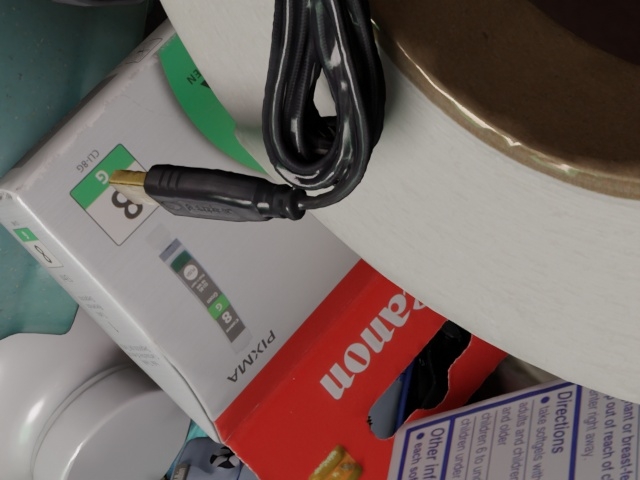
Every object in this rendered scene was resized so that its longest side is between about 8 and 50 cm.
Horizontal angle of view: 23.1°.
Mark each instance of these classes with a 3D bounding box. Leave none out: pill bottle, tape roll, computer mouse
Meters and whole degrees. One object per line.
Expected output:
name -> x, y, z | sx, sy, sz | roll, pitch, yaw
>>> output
pill bottle -> -0.192, 0.044, 0.897 | 0.264, 0.146, 0.146 | 39, 152, 28
tape roll -> 0.095, -0.117, 0.466 | 0.392, 0.072, 0.392 | 23, 135, 25
computer mouse -> -0.088, -0.099, 0.546 | 0.262, 0.060, 0.184 | 6, 123, 25

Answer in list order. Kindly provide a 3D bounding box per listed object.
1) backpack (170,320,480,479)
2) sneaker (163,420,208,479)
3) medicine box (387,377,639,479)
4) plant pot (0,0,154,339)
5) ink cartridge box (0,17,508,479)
backpack -> 0.024, 0.212, 0.811 | 0.213, 0.263, 0.276 | -21, 122, 22
sneaker -> -0.031, 0.186, 1.015 | 0.125, 0.104, 0.262 | 22, 145, 20
medicine box -> 0.163, 0.172, 0.567 | 0.289, 0.263, 0.149 | -19, 123, 27
plant pot -> -0.191, -0.059, 0.729 | 0.196, 0.293, 0.293 | 13, 150, -10
ink cartridge box -> 0.000, 0.000, 0.668 | 0.224, 0.181, 0.056 | 48, 160, -15
